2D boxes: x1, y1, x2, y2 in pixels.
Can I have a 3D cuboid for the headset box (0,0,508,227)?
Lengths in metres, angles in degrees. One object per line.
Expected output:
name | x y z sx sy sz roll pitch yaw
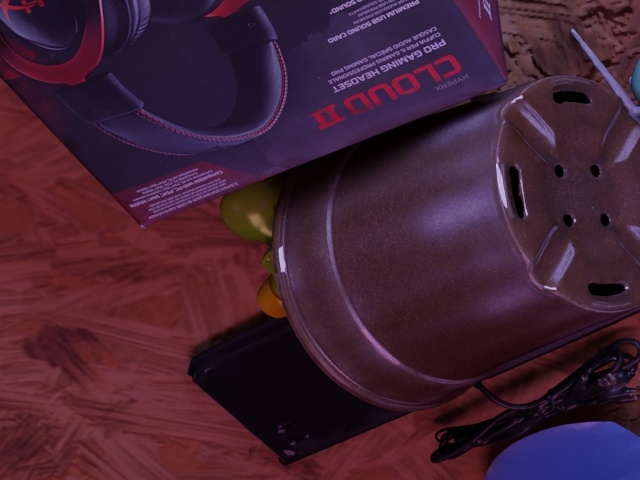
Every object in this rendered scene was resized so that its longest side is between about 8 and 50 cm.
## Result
headset box | -0.056 -0.144 0.846 0.218 0.110 0.293 -20 136 20

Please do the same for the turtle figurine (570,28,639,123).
turtle figurine | 0.231 -0.078 0.940 0.234 0.118 0.175 16 136 -28

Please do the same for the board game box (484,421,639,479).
board game box | 0.203 0.168 1.278 0.169 0.033 0.133 31 134 -26

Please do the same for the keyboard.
keyboard | 0.089 0.074 1.165 0.317 0.033 0.201 -26 127 26

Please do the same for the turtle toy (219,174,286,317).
turtle toy | 0.000 0.000 1.047 0.130 0.066 0.095 20 134 -23

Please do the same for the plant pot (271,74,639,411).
plant pot | 0.088 -0.006 0.935 0.167 0.167 0.165 25 152 -28
